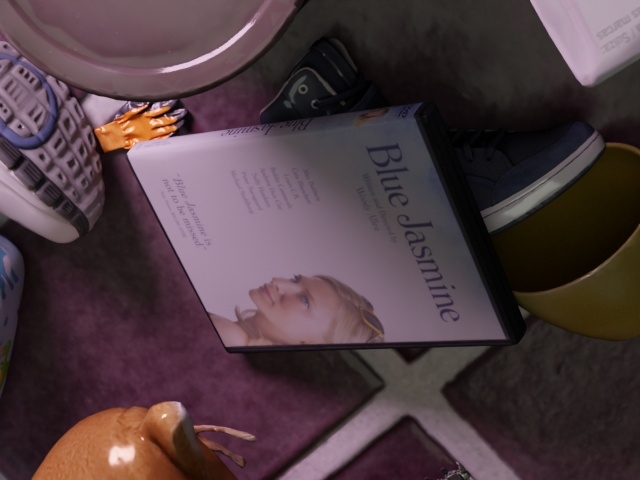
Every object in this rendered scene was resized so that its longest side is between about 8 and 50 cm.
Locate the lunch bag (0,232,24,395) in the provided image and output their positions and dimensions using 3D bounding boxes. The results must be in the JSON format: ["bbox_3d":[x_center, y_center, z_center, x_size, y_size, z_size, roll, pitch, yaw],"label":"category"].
[{"bbox_3d":[-0.339,0.057,1.166,0.219,0.090,0.176,18,111,3],"label":"lunch bag"}]

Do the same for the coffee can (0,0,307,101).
[{"bbox_3d":[-0.082,-0.211,0.948,0.201,0.275,0.202,2,107,7],"label":"coffee can"}]

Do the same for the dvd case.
[{"bbox_3d":[0.000,0.000,1.060,0.253,0.022,0.180,-5,122,36],"label":"dvd case"}]

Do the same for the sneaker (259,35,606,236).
[{"bbox_3d":[0.064,-0.076,1.056,0.226,0.086,0.163,-22,103,25],"label":"sneaker"}]

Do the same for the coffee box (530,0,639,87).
[{"bbox_3d":[0.202,-0.337,0.839,0.337,0.334,0.338,-31,99,16],"label":"coffee box"}]

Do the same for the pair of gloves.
[{"bbox_3d":[-0.138,-0.107,1.127,0.074,0.010,0.083,-14,103,12],"label":"pair of gloves"}]

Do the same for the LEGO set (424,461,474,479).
[{"bbox_3d":[0.107,0.192,1.180,0.083,0.023,0.054,22,111,-13],"label":"LEGO set"}]

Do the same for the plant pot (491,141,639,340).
[{"bbox_3d":[0.191,0.014,1.067,0.134,0.134,0.095,-32,122,16],"label":"plant pot"}]

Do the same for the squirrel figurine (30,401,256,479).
[{"bbox_3d":[-0.055,0.289,1.030,0.281,0.397,0.370,-32,105,15],"label":"squirrel figurine"}]

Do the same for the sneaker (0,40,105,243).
[{"bbox_3d":[-0.284,-0.095,1.117,0.297,0.111,0.129,39,124,-1],"label":"sneaker"}]
